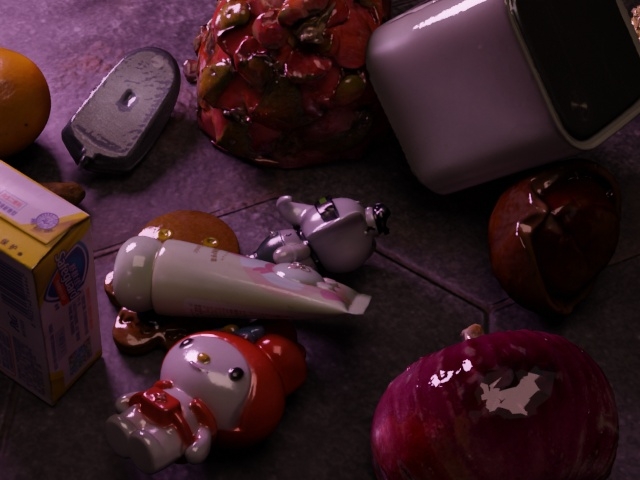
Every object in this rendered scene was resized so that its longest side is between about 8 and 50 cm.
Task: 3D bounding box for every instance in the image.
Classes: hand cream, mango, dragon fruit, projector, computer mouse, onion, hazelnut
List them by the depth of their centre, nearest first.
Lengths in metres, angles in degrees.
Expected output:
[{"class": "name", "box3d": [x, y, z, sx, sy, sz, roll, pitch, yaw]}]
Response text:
[{"class": "onion", "box3d": [0.187, 0.205, 1.418, 0.256, 0.230, 0.272, -28, 65, -24]}, {"class": "hand cream", "box3d": [-0.094, 0.059, 1.539, 0.305, 0.093, 0.147, 9, 6, 5]}, {"class": "hazelnut", "box3d": [0.298, 0.000, 1.633, 0.170, 0.160, 0.202, 23, 58, -23]}, {"class": "projector", "box3d": [0.245, -0.225, 1.684, 0.248, 0.249, 0.248, -34, 102, -43]}, {"class": "mango", "box3d": [-0.491, -0.178, 1.732, 0.254, 0.139, 0.175, -12, 46, -6]}, {"class": "dragon fruit", "box3d": [-0.027, -0.281, 1.774, 0.314, 0.263, 0.296, -7, 51, -9]}, {"class": "computer mouse", "box3d": [-0.274, -0.172, 1.792, 0.113, 0.068, 0.229, 31, 64, 4]}]

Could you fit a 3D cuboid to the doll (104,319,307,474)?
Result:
[{"class": "doll", "box3d": [-0.113, 0.170, 1.479, 0.161, 0.130, 0.290, 24, 37, 34]}]

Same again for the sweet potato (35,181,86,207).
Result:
[{"class": "sweet potato", "box3d": [-0.445, -0.053, 1.677, 0.273, 0.075, 0.075, -1, 51, -8]}]

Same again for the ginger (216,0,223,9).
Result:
[{"class": "ginger", "box3d": [-0.073, -0.368, 1.957, 0.162, 0.073, 0.103, -11, 12, 13]}]

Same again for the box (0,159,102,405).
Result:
[{"class": "box", "box3d": [-0.346, 0.047, 1.476, 0.168, 0.265, 0.097, 29, 52, 21]}]

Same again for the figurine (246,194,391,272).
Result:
[{"class": "figurine", "box3d": [0.000, 0.000, 1.637, 0.192, 0.147, 0.126, -21, 72, 2]}]

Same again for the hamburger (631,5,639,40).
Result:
[{"class": "hamburger", "box3d": [0.545, -0.274, 1.896, 0.243, 0.139, 0.262, 17, 50, 8]}]

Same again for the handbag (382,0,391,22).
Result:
[{"class": "handbag", "box3d": [0.026, -0.429, 1.967, 0.059, 0.157, 0.212, -33, 60, -27]}]

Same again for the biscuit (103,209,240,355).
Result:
[{"class": "biscuit", "box3d": [-0.182, 0.052, 1.635, 0.179, 0.039, 0.236, 8, 48, 3]}]
